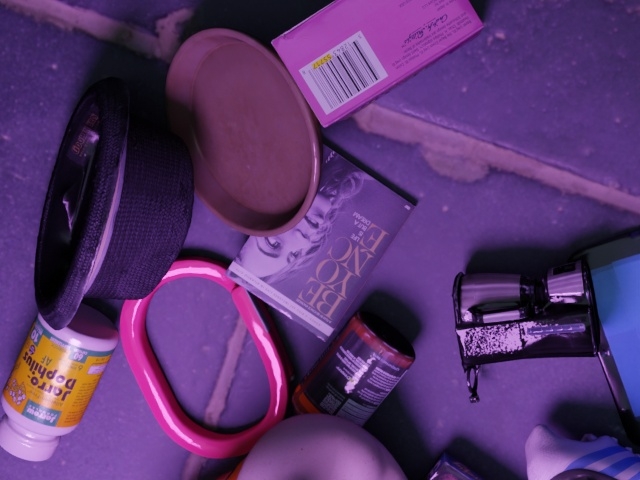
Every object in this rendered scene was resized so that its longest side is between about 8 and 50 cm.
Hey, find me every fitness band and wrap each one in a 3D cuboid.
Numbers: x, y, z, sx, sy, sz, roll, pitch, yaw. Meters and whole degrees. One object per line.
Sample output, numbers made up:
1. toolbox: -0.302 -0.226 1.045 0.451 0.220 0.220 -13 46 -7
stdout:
1. fitness band: -0.159 0.163 1.471 0.209 0.054 0.291 -23 95 13

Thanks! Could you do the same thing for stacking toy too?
1. stacking toy: -0.126 0.444 1.384 0.480 0.350 0.351 -23 96 36

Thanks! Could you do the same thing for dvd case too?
1. dvd case: 0.000 0.000 1.413 0.164 0.018 0.221 34 88 0

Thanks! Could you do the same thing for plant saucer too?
1. plant saucer: -0.097 -0.140 1.350 0.278 0.041 0.278 22 124 36

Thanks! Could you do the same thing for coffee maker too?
1. coffee maker: 0.274 0.114 1.376 0.178 0.120 0.171 -5 125 17

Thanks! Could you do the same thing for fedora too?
1. fedora: -0.259 -0.038 1.372 0.152 0.334 0.334 12 102 -26

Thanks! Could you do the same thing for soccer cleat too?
1. soccer cleat: 0.420 0.321 1.397 0.331 0.143 0.116 19 119 -20

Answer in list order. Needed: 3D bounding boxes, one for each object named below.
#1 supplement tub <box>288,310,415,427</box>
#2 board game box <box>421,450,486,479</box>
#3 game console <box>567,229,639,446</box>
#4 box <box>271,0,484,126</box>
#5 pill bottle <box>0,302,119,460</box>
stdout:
1. supplement tub: 0.033 0.199 1.424 0.106 0.106 0.198 38 102 0
2. board game box: 0.220 0.424 1.432 0.243 0.042 0.165 35 101 1
3. game console: 0.486 0.122 1.328 0.173 0.250 0.293 -24 97 -17
4. box: 0.076 -0.245 1.275 0.213 0.243 0.117 -31 95 10
5. pill bottle: -0.373 0.197 1.466 0.117 0.117 0.208 28 103 2
